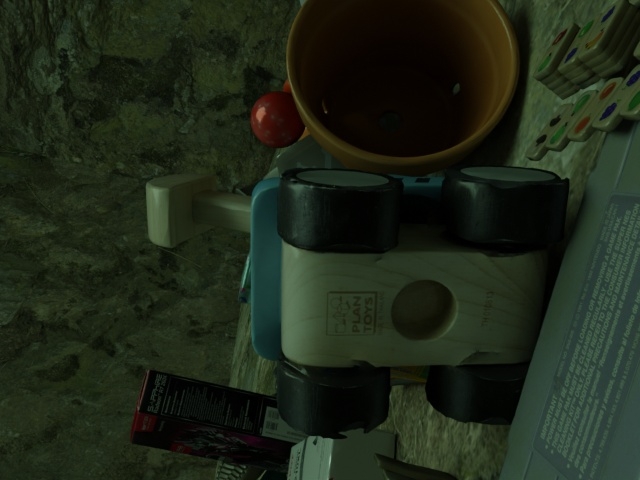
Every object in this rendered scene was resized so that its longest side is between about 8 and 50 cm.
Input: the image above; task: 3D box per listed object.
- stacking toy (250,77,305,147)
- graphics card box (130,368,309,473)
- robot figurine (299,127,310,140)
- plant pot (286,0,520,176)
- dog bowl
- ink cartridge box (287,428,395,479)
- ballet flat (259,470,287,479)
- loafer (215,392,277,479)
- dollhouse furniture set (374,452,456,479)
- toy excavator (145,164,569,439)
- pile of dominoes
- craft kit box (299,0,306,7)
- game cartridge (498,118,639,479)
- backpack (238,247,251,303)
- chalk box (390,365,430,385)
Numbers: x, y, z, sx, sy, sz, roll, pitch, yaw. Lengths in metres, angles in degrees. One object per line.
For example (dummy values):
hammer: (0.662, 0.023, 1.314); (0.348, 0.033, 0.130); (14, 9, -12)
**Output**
stacking toy: (0.018, -0.268, 1.039); (0.330, 0.141, 0.141); (-40, 1, -18)
graphics card box: (-0.186, 0.374, 1.257); (0.233, 0.370, 0.094); (122, 159, -53)
robot figurine: (-0.003, -0.371, 1.872); (0.158, 0.128, 0.220); (1, 74, 39)
plant pot: (0.104, -0.206, 0.869); (0.203, 0.290, 0.291); (83, -162, -76)
dog bowl: (0.016, -0.146, 1.148); (0.348, 0.102, 0.349); (-32, 4, 3)
ink cartridge box: (0.019, 0.385, 0.938); (0.237, 0.100, 0.172); (123, 158, -58)
ballet flat: (-0.113, 0.621, 1.387); (0.079, 0.076, 0.222); (88, -175, -49)
loafer: (-0.134, 0.479, 1.428); (0.101, 0.092, 0.269); (5, 48, 47)
dollhouse furniture set: (0.102, 0.371, 0.594); (0.259, 0.135, 0.262); (105, 177, -83)
toy excavator: (-0.004, 0.008, 0.711); (0.445, 0.432, 0.223); (-107, 18, -75)
pile of dominoes: (0.252, -0.171, 0.479); (0.196, 0.040, 0.251); (-57, 7, -12)
craft kit box: (0.066, -0.419, 1.257); (0.250, 0.060, 0.247); (-54, -38, -40)
game cartridge: (0.229, 0.079, 0.415); (0.230, 0.068, 0.355); (-126, 51, -80)
backpack: (-0.109, 0.085, 1.695); (0.225, 0.191, 0.254); (-52, -17, -84)
chalk box: (0.083, 0.082, 0.868); (0.132, 0.132, 0.213); (-27, 47, 60)
